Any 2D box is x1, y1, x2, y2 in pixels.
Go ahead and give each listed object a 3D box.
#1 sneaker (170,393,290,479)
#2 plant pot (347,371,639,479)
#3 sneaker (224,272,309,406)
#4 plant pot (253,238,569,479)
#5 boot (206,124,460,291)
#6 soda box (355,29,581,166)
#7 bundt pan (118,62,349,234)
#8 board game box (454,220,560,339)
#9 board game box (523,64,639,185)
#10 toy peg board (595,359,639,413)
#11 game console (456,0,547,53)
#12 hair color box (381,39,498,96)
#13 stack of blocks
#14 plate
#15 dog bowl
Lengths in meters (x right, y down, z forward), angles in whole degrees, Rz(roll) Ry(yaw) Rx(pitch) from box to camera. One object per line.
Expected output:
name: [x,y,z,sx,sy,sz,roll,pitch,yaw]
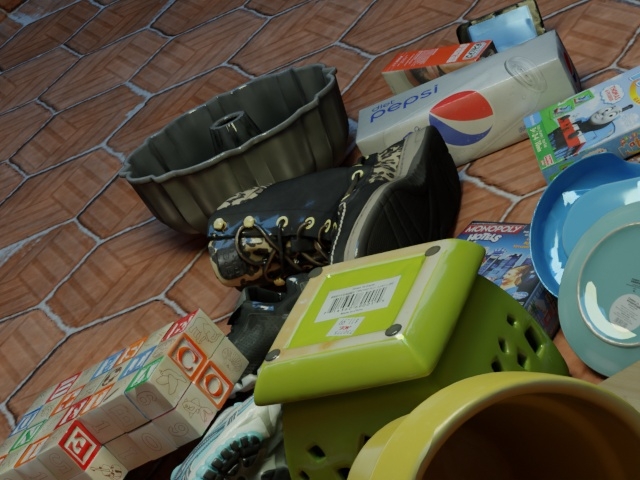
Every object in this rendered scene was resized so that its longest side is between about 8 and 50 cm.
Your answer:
sneaker: [-0.051,0.184,1.893,0.283,0.110,0.122,-39,21,-25]
plant pot: [0.135,0.231,1.475,0.254,0.254,0.239,-36,10,-15]
sneaker: [-0.071,0.108,2.012,0.234,0.106,0.078,-32,-6,31]
plant pot: [0.079,0.134,1.731,0.228,0.207,0.227,-13,29,32]
boot: [0.000,0.000,2.149,0.284,0.138,0.377,-16,24,24]
soda box: [0.192,-0.165,2.317,0.286,0.091,0.098,-21,26,16]
bundt pan: [-0.104,-0.113,2.469,0.331,0.124,0.331,-22,19,8]
board game box: [0.216,0.032,1.955,0.194,0.060,0.194,-42,28,-29]
board game box: [0.358,-0.148,2.173,0.212,0.039,0.160,-24,25,9]
toy peg board: [0.322,0.168,1.590,0.161,0.079,0.161,-25,20,-31]
game console: [0.250,-0.264,2.470,0.122,0.071,0.107,-20,26,20]
hair color box: [0.174,-0.212,2.424,0.167,0.093,0.053,-4,35,43]
stack of blocks: [-0.234,0.205,1.980,0.297,0.087,0.171,-29,19,38]
plate: [0.311,0.045,1.749,0.188,0.024,0.188,-14,64,31]
dog bowl: [0.358,-0.014,1.802,0.297,0.074,0.165,-13,65,33]
